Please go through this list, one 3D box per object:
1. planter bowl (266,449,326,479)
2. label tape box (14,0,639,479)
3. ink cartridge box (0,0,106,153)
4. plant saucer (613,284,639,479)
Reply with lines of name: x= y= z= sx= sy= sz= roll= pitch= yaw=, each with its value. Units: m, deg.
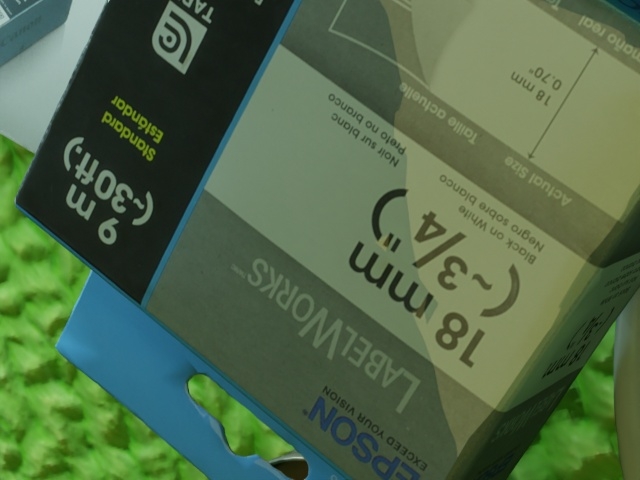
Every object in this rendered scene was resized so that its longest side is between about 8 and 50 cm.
planter bowl: x=0.040 y=0.168 z=0.834 sx=0.162 sy=0.109 sz=0.162 roll=14 pitch=115 yaw=32
label tape box: x=0.000 y=0.000 z=0.684 sx=0.241 sy=0.106 sz=0.333 roll=37 pitch=115 yaw=18
ink cartridge box: x=-0.183 y=-0.202 z=0.882 sx=0.296 sy=0.066 sz=0.261 roll=29 pitch=123 yaw=24
plant saucer: x=0.291 y=0.046 z=0.563 sx=0.400 sy=0.100 sz=0.400 roll=-9 pitch=78 yaw=48
